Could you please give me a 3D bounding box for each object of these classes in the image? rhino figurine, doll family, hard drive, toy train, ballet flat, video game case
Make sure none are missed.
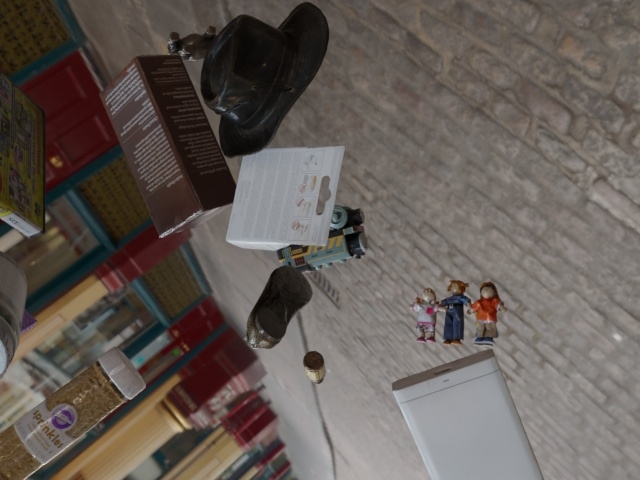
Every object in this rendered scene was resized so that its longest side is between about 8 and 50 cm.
[{"bbox_3d":[-0.296,-0.524,1.720,0.106,0.243,0.073,-16,91,63],"label":"rhino figurine"},{"bbox_3d":[0.350,0.173,1.559,0.263,0.163,0.118,-8,158,43],"label":"doll family"},{"bbox_3d":[0.331,0.433,1.424,0.047,0.233,0.353,-79,-34,-72],"label":"hard drive"},{"bbox_3d":[0.000,0.000,2.144,0.142,0.334,0.190,-3,-102,-73],"label":"toy train"},{"bbox_3d":[-0.071,0.111,1.055,0.084,0.058,0.250,41,-157,-6],"label":"ballet flat"},{"bbox_3d":[-0.531,-0.174,1.029,0.248,0.035,0.274,58,-164,-60],"label":"video game case"}]

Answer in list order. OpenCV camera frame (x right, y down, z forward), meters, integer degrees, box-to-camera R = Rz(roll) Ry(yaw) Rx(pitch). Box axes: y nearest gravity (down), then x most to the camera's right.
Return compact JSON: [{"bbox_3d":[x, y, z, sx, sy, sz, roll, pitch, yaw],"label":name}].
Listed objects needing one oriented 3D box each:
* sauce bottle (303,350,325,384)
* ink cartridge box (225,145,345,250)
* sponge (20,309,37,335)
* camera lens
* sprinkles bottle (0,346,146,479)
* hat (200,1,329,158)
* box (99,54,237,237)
[{"bbox_3d":[-0.011,0.251,1.250,0.042,0.042,0.128,44,161,21],"label":"sauce bottle"},{"bbox_3d":[-0.058,-0.076,1.183,0.232,0.189,0.066,4,168,30],"label":"ink cartridge box"},{"bbox_3d":[-0.951,0.199,1.902,0.210,0.031,0.117,42,-163,-1],"label":"sponge"},{"bbox_3d":[-0.727,0.152,1.314,0.219,0.219,0.274,63,179,-36],"label":"camera lens"},{"bbox_3d":[-0.567,0.392,1.431,0.121,0.355,0.121,46,163,19],"label":"sprinkles bottle"},{"bbox_3d":[-0.140,-0.324,1.203,0.134,0.331,0.331,27,179,-33],"label":"hat"},{"bbox_3d":[-0.353,-0.221,1.512,0.191,0.143,0.381,-24,87,42],"label":"box"}]
